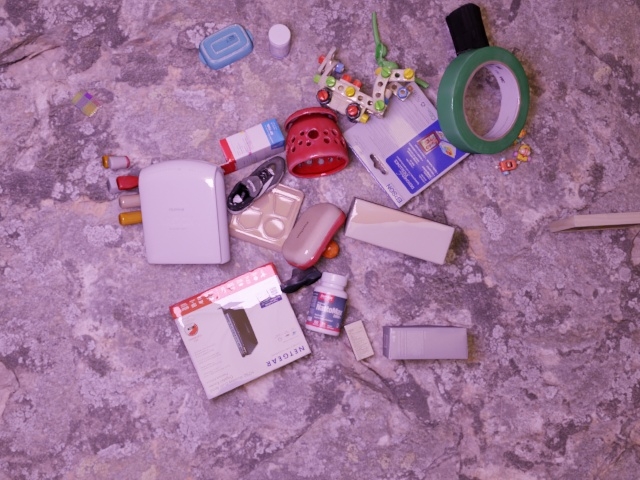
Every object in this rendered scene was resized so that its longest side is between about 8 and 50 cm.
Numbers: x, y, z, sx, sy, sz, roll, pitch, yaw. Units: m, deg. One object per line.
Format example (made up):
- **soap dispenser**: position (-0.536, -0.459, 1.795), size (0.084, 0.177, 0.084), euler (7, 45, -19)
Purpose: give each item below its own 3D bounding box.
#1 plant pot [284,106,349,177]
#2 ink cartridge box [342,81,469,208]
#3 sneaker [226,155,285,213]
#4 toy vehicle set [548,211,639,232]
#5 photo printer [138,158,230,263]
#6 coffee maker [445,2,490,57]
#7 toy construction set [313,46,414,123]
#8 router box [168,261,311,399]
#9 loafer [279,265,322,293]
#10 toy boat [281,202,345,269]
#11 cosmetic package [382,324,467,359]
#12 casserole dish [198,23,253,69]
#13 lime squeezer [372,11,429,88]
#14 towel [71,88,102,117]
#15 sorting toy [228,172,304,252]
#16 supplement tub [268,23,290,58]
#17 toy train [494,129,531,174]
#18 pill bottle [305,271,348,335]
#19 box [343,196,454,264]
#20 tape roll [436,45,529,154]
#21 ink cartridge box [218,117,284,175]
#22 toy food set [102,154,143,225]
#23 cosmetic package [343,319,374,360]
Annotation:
- **plant pot**: position (-0.017, -0.302, 1.688), size (0.191, 0.191, 0.174), euler (-8, 75, -5)
- **ink cartridge box**: position (0.269, -0.306, 1.768), size (0.307, 0.072, 0.303), euler (-37, 89, -5)
- **sneaker**: position (-0.195, -0.169, 1.657), size (0.234, 0.106, 0.078), euler (-42, 91, -3)
- **toy vehicle set**: position (0.888, -0.057, 1.735), size (0.267, 0.166, 0.035), euler (-3, 84, -5)
- **photo printer**: position (-0.399, -0.085, 1.616), size (0.256, 0.107, 0.307), euler (0, 102, 10)
- **coffee maker**: position (0.481, -0.663, 1.766), size (0.120, 0.171, 0.178), euler (-17, 80, 17)
- **toy construction set**: position (0.108, -0.482, 1.691), size (0.328, 0.151, 0.215), euler (30, 94, 22)
- **router box**: position (-0.238, 0.267, 1.661), size (0.336, 0.082, 0.301), euler (-24, 86, -6)
- **loafer**: position (-0.070, 0.114, 1.670), size (0.061, 0.170, 0.062), euler (54, 126, 15)
- **toy boat**: position (0.000, 0.000, 1.692), size (0.151, 0.151, 0.231), euler (41, 75, -34)
- **cosmetic package**: position (0.316, 0.310, 1.676), size (0.238, 0.127, 0.107), euler (3, 83, -2)
- **casserole dish**: position (-0.306, -0.632, 1.773), size (0.188, 0.037, 0.114), euler (-30, 87, -7)
- **lime squeezer**: position (0.229, -0.609, 1.800), size (0.110, 0.059, 0.310), euler (-35, 87, -7)
- **towel**: position (-0.739, -0.433, 1.733), size (0.083, 0.009, 0.060), euler (39, 83, 1)
- **sorting toy**: position (-0.173, -0.085, 1.729), size (0.193, 0.038, 0.208), euler (19, 87, -2)
- **supplement tub**: position (-0.131, -0.633, 1.749), size (0.071, 0.107, 0.070), euler (0, 84, -4)
- **toy train**: position (0.631, -0.303, 1.802), size (0.125, 0.046, 0.166), euler (-7, 85, -5)
- **pill bottle**: position (0.025, 0.192, 1.676), size (0.108, 0.108, 0.180), euler (14, 83, -3)
- **box**: position (0.235, -0.032, 1.687), size (0.311, 0.148, 0.121), euler (16, 97, -4)
- **tape roll**: position (0.505, -0.428, 1.693), size (0.321, 0.077, 0.321), euler (-6, 102, -27)
- **ink cartridge box**: position (-0.230, -0.282, 1.692), size (0.231, 0.134, 0.078), euler (-23, 86, -6)
- **toy food set**: position (-0.581, -0.170, 1.677), size (0.105, 0.111, 0.232), euler (-11, 72, -36)
- **cosmetic package**: position (0.118, 0.308, 1.703), size (0.060, 0.041, 0.115), euler (-19, 86, -5)
